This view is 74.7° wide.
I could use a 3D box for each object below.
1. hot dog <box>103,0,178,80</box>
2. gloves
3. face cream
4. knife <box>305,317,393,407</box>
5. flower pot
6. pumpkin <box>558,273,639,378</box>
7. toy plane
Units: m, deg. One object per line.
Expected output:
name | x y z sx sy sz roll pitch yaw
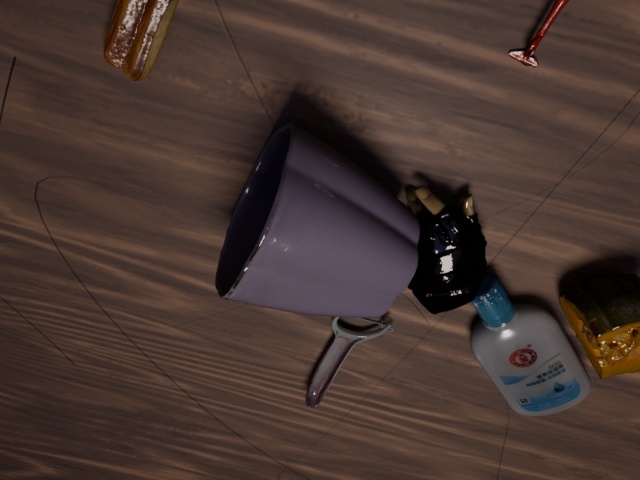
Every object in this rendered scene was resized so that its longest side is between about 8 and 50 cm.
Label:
hot dog | -0.246 -0.306 0.580 0.071 0.045 0.165 32 118 -11
gloves | 0.193 0.005 0.683 0.164 0.124 0.203 -35 120 3
face cream | 0.373 0.197 0.786 0.163 0.080 0.337 -29 113 21
knife | 0.040 0.244 0.863 0.123 0.053 0.278 20 120 -11
flower pot | 0.000 0.000 0.625 0.243 0.265 0.265 25 120 -20
pumpkin | 0.512 0.142 0.729 0.131 0.126 0.248 -29 132 12
toy plane | 0.299 -0.317 0.508 0.126 0.077 0.194 43 124 -8
